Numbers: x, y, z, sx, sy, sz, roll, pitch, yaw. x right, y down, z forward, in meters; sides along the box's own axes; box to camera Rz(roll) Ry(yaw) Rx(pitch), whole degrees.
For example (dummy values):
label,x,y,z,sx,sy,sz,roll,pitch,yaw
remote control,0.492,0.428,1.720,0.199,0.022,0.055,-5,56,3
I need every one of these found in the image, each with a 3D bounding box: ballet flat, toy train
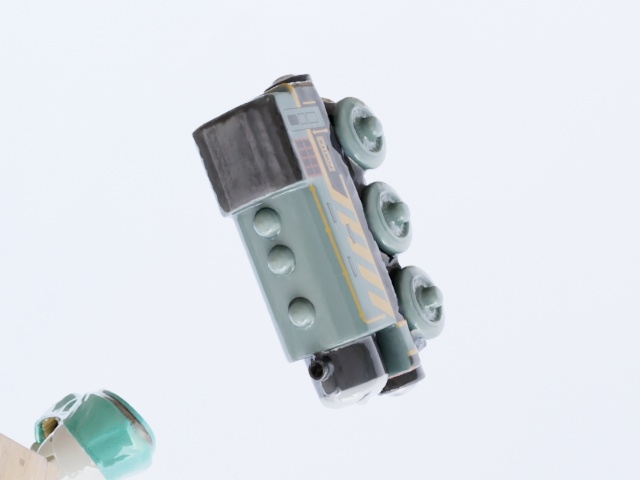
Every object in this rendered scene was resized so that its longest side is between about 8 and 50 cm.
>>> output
label,x,y,z,sx,sy,sz,roll,pitch,yaw
ballet flat,-0.201,0.177,1.211,0.087,0.083,0.247,-38,-174,-17
toy train,0.000,0.000,1.358,0.142,0.333,0.190,-21,177,31

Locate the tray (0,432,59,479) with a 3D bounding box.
label,x,y,z,sx,sy,sz,roll,pitch,yaw
tray,-0.227,0.273,0.511,0.203,0.076,0.410,-11,-124,27
